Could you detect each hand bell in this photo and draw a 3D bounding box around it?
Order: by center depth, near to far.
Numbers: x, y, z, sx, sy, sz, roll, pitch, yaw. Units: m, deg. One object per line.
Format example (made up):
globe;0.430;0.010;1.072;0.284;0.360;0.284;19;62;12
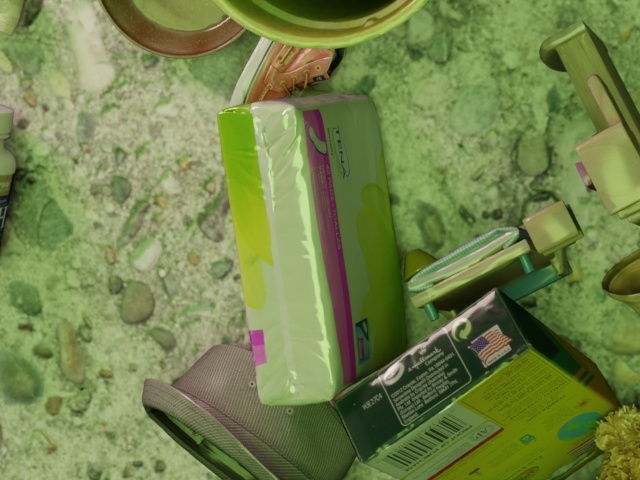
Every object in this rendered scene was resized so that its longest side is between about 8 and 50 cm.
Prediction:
hand bell;0.395;0.128;1.587;0.126;0.126;0.242;-22;106;13

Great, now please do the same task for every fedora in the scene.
fedora;-0.056;0.207;1.635;0.275;0.244;0.124;36;74;13

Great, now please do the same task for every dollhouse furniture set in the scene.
dollhouse furniture set;0.171;-0.054;1.507;0.303;0.286;0.198;-29;78;16

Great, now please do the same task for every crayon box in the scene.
crayon box;0.179;0.180;1.558;0.202;0.318;0.081;-36;55;14

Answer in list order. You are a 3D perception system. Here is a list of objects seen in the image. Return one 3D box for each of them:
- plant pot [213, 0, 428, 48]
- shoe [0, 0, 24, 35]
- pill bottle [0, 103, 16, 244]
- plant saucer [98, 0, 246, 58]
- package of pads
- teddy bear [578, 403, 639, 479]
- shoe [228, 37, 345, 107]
plant pot;0.023;-0.328;1.500;0.276;0.254;0.276;2;98;12
shoe;-0.434;-0.266;1.689;0.219;0.076;0.058;7;94;8
pill bottle;-0.398;-0.061;1.693;0.112;0.112;0.187;15;101;9
plant saucer;-0.148;-0.296;1.646;0.198;0.036;0.199;2;101;10
package of pads;0.000;0.000;1.562;0.101;0.229;0.297;-5;95;23
teddy bear;0.315;0.331;1.593;0.245;0.113;0.338;40;113;-3
shoe;-0.032;-0.178;1.629;0.081;0.063;0.178;28;98;12
